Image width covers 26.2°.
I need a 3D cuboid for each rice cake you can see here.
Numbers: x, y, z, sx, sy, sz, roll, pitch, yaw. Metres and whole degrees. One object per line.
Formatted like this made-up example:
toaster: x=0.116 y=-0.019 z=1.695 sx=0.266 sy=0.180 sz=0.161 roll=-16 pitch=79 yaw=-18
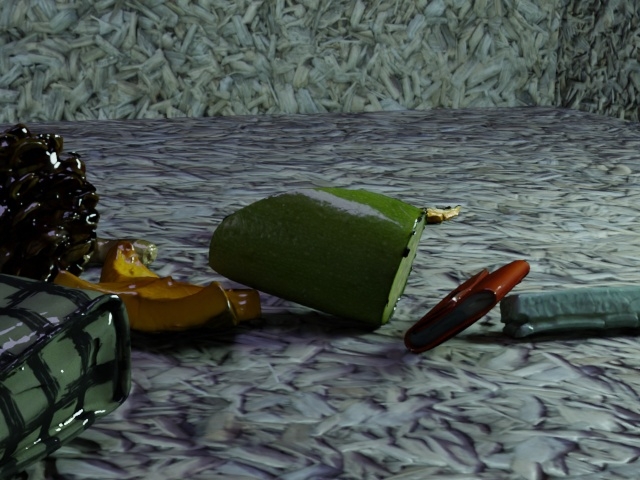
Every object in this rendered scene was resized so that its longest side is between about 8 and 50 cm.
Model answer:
rice cake: x=0.414 y=0.095 z=1.924 sx=0.336 sy=0.063 sz=0.066 roll=-4 pitch=-4 yaw=-16

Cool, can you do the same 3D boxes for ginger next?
ginger: x=-0.366 y=0.019 z=2.157 sx=0.214 sy=0.059 sz=0.133 roll=7 pitch=5 yaw=14

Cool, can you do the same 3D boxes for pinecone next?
pinecone: x=-0.430 y=-0.043 z=2.001 sx=0.257 sy=0.243 sz=0.243 roll=25 pitch=22 yaw=27

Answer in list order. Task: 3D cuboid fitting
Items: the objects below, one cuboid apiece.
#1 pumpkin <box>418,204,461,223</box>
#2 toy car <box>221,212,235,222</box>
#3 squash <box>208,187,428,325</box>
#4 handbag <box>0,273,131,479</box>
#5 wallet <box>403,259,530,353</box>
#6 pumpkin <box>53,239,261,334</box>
pumpkin: x=0.216 y=-0.048 z=2.609 sx=0.101 sy=0.035 sz=0.073 roll=-7 pitch=4 yaw=-22
toy car: x=-0.103 y=-0.027 z=2.404 sx=0.142 sy=0.055 sz=0.069 roll=5 pitch=16 yaw=20
squash: x=0.000 y=0.000 z=1.908 sx=0.260 sy=0.189 sz=0.189 roll=19 pitch=16 yaw=10
handbag: x=-0.406 y=0.143 z=1.366 sx=0.325 sy=0.163 sz=0.327 roll=6 pitch=19 yaw=26
wallet: x=0.199 y=0.083 z=1.852 sx=0.142 sy=0.045 sz=0.204 roll=-33 pitch=-2 yaw=23
pumpkin: x=-0.211 y=0.072 z=1.851 sx=0.258 sy=0.095 sz=0.290 roll=7 pitch=7 yaw=9
